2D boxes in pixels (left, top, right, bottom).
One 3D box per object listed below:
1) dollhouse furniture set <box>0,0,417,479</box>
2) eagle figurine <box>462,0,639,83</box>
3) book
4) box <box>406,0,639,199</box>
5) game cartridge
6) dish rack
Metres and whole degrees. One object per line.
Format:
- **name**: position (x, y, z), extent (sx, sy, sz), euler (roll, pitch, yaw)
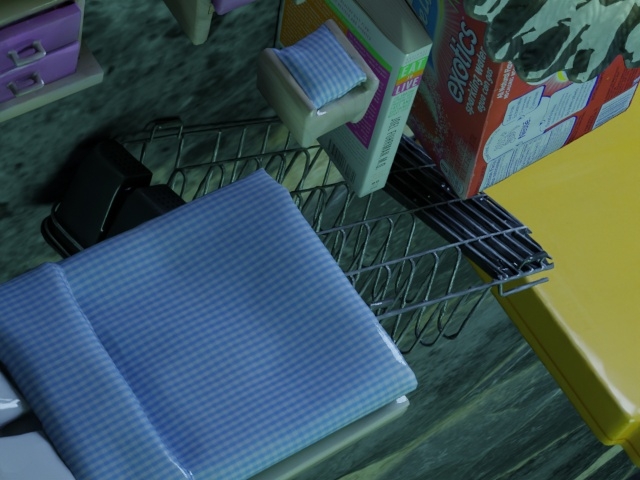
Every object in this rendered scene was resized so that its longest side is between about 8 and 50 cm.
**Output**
- **dollhouse furniture set**: position (-0.048, -0.034, 0.701), extent (0.286, 0.303, 0.198), euler (-25, 159, -24)
- **eagle figurine**: position (0.156, -0.222, 0.670), extent (0.226, 0.298, 0.225), euler (21, 160, -35)
- **book**: position (0.014, -0.098, 0.955), extent (0.035, 0.096, 0.144), euler (-26, 159, -22)
- **box**: position (0.112, -0.149, 0.952), extent (0.128, 0.122, 0.257), euler (-29, 160, -15)
- **game cartridge**: position (0.256, 0.004, 1.294), extent (0.324, 0.285, 0.052), euler (-18, 154, -36)
- **dish rack**: position (0.000, 0.000, 1.020), extent (0.271, 0.208, 0.074), euler (-14, 137, -47)
